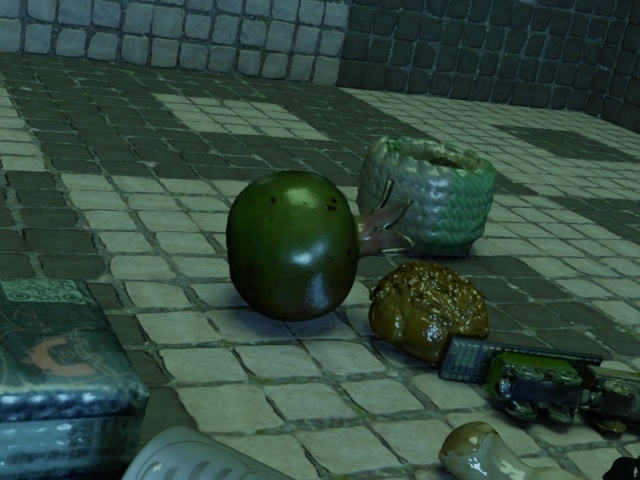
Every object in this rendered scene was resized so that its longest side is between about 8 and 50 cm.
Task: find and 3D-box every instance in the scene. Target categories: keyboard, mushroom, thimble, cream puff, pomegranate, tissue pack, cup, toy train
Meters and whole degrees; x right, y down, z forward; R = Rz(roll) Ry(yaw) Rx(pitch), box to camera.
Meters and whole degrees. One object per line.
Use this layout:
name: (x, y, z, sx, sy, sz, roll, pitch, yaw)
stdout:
keyboard: (0.221, 0.139, 0.975, 0.176, 0.055, 0.014, 8, 30, -10)
mushroom: (0.200, 0.215, 0.760, 0.202, 0.054, 0.059, 24, 28, 17)
thimble: (0.162, -0.074, 1.400, 0.219, 0.150, 0.219, 11, 20, -4)
cream puff: (0.128, 0.078, 1.020, 0.144, 0.103, 0.126, 30, 25, 30)
pomegranate: (0.000, 0.000, 1.029, 0.224, 0.181, 0.181, -9, 20, 1)
tissue pack: (-0.320, 0.104, 0.701, 0.316, 0.103, 0.228, 1, 20, -29)
cup: (-0.071, 0.197, 0.577, 0.133, 0.099, 0.136, 21, 21, 24)
toy train: (0.275, 0.161, 0.935, 0.202, 0.060, 0.081, 9, 13, -10)

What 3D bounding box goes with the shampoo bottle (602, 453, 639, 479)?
shampoo bottle: (0.355, 0.222, 0.744, 0.257, 0.078, 0.127, 12, 26, -16)
